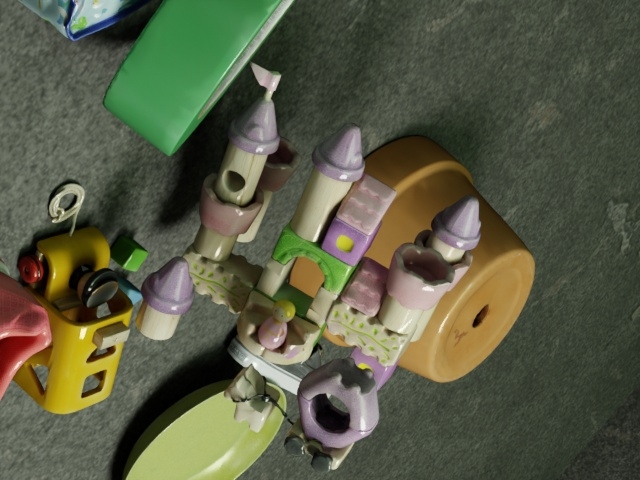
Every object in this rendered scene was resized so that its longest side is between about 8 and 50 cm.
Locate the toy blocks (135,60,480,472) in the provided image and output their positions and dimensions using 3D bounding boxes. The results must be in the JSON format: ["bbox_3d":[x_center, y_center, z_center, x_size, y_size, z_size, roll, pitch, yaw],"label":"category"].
[{"bbox_3d":[0.000,0.000,1.568,0.309,0.288,0.260,-48,166,-55],"label":"toy blocks"}]

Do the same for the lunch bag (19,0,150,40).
[{"bbox_3d":[-0.182,-0.247,1.265,0.151,0.129,0.096,-31,145,-33],"label":"lunch bag"}]

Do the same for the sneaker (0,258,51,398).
[{"bbox_3d":[-0.370,0.145,1.406,0.314,0.136,0.116,-49,152,-16],"label":"sneaker"}]

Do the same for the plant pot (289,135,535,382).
[{"bbox_3d":[0.132,0.042,1.980,0.291,0.203,0.291,-37,149,-28],"label":"plant pot"}]

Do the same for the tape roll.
[{"bbox_3d":[-0.063,-0.221,1.359,0.321,0.077,0.321,-53,-176,5],"label":"tape roll"}]

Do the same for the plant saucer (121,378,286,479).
[{"bbox_3d":[-0.151,0.249,1.937,0.241,0.037,0.241,-31,150,-20],"label":"plant saucer"}]

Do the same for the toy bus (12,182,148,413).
[{"bbox_3d":[-0.240,0.075,1.569,0.191,0.104,0.202,-49,152,-7],"label":"toy bus"}]

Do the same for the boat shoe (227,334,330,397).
[{"bbox_3d":[-0.035,0.144,1.988,0.076,0.080,0.228,-53,144,4],"label":"boat shoe"}]
